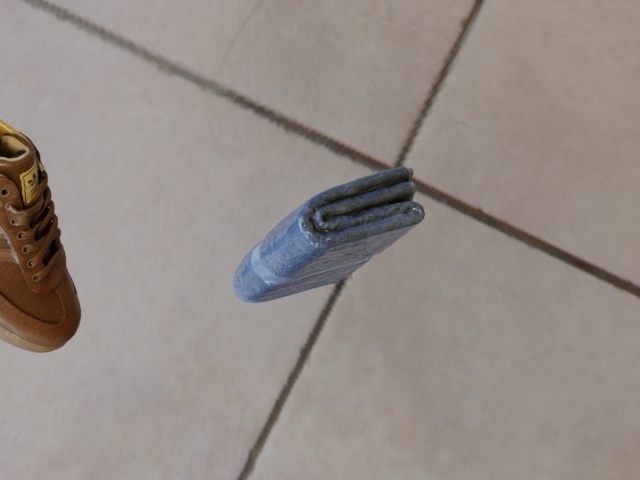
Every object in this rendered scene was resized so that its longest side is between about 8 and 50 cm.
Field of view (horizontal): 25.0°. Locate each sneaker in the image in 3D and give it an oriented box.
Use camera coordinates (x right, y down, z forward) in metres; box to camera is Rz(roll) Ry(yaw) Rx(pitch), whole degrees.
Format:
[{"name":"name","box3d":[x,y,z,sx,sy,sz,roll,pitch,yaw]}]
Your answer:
[{"name":"sneaker","box3d":[-0.174,-0.016,0.769,0.071,0.066,0.188,-16,123,29]}]

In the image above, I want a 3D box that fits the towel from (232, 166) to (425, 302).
[{"name":"towel","box3d":[0.000,0.000,0.691,0.067,0.119,0.029,-15,80,-23]}]
